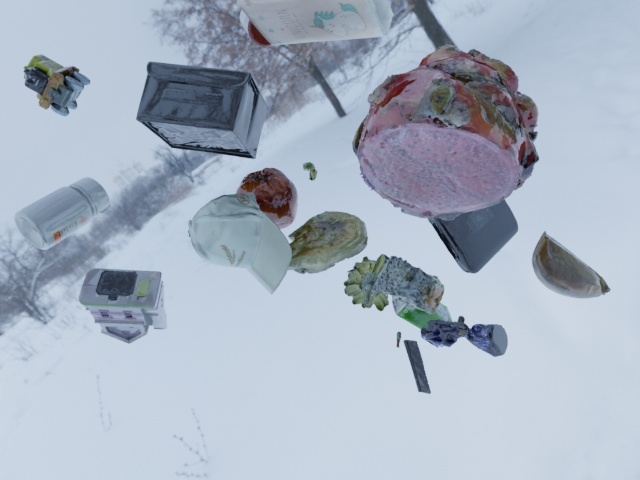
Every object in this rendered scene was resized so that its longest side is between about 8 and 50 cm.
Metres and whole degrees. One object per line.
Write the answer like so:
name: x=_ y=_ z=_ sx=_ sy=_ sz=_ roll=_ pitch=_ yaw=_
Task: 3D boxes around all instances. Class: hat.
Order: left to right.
hat: x=-0.232 y=0.036 z=1.254 sx=0.168 sy=0.301 sz=0.257 roll=-30 pitch=-19 yaw=-44

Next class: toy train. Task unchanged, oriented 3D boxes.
toy train: x=-0.622 y=-0.367 z=1.031 sx=0.089 sy=0.127 sz=0.219 roll=-54 pitch=28 yaw=13

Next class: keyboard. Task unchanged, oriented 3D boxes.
keyboard: x=0.405 y=0.522 z=1.837 sx=0.023 sy=0.231 sz=0.072 roll=-16 pitch=0 yaw=-35

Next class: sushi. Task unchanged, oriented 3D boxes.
sushi: x=0.295 y=0.147 z=1.524 sx=0.274 sy=0.184 sz=0.139 roll=18 pitch=80 yaw=61

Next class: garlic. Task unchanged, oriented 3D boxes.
garlic: x=0.589 y=0.078 z=1.081 sx=0.087 sy=0.195 sz=0.101 roll=-1 pitch=-46 yaw=-52

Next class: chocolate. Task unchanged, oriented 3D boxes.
chocolate: x=0.548 y=0.362 z=1.739 sx=0.344 sy=0.148 sz=0.126 roll=-2 pitch=18 yaw=45

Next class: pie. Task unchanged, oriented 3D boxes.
pie: x=0.000 y=0.000 z=1.370 sx=0.338 sy=0.075 sz=0.337 roll=-18 pitch=24 yaw=8

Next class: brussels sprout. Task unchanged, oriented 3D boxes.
brussels sprout: x=-0.042 y=-0.299 z=1.890 sx=0.051 sy=0.083 sz=0.046 roll=-37 pitch=35 yaw=-6

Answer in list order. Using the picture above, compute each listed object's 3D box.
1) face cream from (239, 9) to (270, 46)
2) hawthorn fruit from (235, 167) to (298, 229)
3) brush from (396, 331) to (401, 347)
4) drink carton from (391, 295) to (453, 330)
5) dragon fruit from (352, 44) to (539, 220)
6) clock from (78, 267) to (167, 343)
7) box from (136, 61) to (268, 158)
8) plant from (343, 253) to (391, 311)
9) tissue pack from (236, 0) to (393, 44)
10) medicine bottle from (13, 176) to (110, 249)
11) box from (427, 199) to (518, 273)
face cream: x=-0.182 y=-0.647 z=1.321 sx=0.096 sy=0.096 sz=0.214 roll=-34 pitch=36 yaw=8
hawthorn fruit: x=-0.170 y=-0.124 z=1.569 sx=0.212 sy=0.299 sz=0.211 roll=-7 pitch=59 yaw=12
brush: x=0.336 y=0.426 z=1.902 sx=0.083 sy=0.019 sz=0.021 roll=-72 pitch=4 yaw=-51
drink carton: x=0.458 y=0.314 z=1.981 sx=0.108 sy=0.271 sz=0.161 roll=-52 pitch=17 yaw=25
dragon fruit: x=0.214 y=-0.217 z=0.801 sx=0.314 sy=0.296 sz=0.262 roll=-24 pitch=46 yaw=58
clock: x=-0.662 y=0.234 z=1.537 sx=0.309 sy=0.235 sz=0.166 roll=104 pitch=167 yaw=-51
box: x=-0.382 y=-0.427 z=1.484 sx=0.251 sy=0.346 sz=0.204 roll=55 pitch=-136 yaw=-78
plant: x=0.234 y=0.214 z=2.225 sx=0.297 sy=0.305 sz=0.261 roll=-13 pitch=39 yaw=-44
tissue pack: x=-0.013 y=-0.532 z=1.018 sx=0.326 sy=0.170 sz=0.071 roll=10 pitch=83 yaw=28
medicine bottle: x=-0.813 y=-0.093 z=1.410 sx=0.145 sy=0.144 sz=0.252 roll=-21 pitch=23 yaw=44
box: x=0.517 y=-0.073 z=1.509 sx=0.289 sy=0.290 sz=0.073 roll=-39 pitch=9 yaw=-21
